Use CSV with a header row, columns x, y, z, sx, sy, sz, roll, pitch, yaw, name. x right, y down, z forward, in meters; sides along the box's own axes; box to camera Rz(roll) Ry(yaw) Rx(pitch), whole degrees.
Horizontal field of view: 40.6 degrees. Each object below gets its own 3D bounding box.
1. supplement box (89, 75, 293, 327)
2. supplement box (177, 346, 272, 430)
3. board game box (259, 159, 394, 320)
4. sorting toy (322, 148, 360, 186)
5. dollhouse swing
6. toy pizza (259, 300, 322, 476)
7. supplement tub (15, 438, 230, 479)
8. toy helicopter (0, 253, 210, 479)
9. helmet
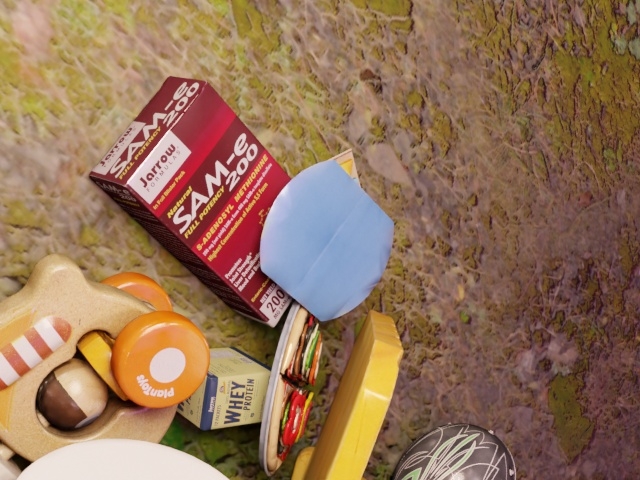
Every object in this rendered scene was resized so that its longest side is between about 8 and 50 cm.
x,y,z,sx,sy,sz,roll,pitch,yaw,name
-0.097,-0.034,0.865,0.130,0.073,0.239,-56,130,-16,supplement box
-0.105,0.152,0.902,0.083,0.083,0.056,1,102,-41,supplement box
0.000,0.000,0.892,0.169,0.033,0.133,43,76,-36,board game box
0.013,-0.063,0.995,0.083,0.012,0.062,-30,120,-33,sorting toy
0.096,0.291,0.884,0.315,0.347,0.305,36,93,1,dollhouse swing
-0.024,0.155,0.934,0.201,0.032,0.201,11,90,-81,toy pizza
-0.188,0.359,0.715,0.241,0.241,0.331,1,118,-42,supplement tub
-0.286,0.111,0.729,0.355,0.140,0.235,26,93,-32,toy helicopter
0.174,0.328,1.148,0.169,0.169,0.161,-35,139,-30,helmet
